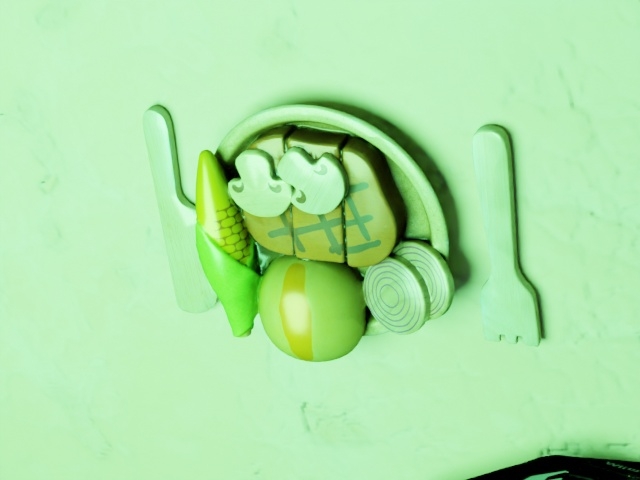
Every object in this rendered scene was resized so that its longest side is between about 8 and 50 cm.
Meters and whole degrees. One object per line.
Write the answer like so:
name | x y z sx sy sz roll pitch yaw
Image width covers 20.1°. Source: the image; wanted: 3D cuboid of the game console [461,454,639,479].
game console | 0.018 0.239 0.887 0.361 0.213 0.044 -21 146 36

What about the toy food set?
toy food set | 0.000 0.000 0.836 0.192 0.038 0.132 4 121 25
